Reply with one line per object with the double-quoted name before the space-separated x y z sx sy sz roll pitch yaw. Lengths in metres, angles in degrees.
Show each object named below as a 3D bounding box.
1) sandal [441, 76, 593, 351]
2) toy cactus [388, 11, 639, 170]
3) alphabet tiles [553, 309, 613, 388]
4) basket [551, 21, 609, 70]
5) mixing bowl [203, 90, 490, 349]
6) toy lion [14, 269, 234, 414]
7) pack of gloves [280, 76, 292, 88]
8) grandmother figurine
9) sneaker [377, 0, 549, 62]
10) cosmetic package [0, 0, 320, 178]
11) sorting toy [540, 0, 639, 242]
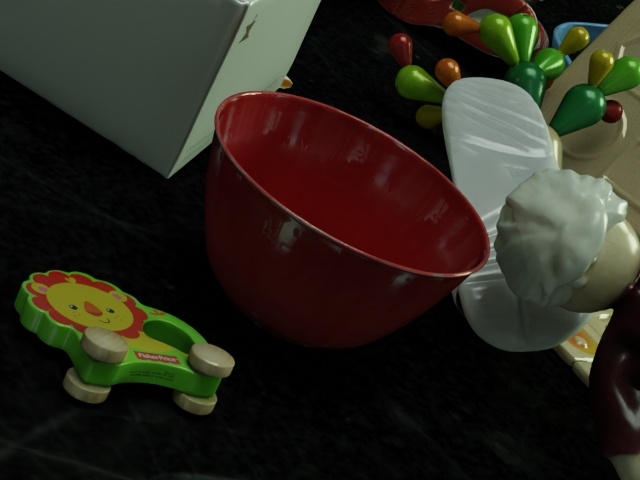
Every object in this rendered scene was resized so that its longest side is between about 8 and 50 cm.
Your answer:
"sandal" 0.135 -0.010 1.033 0.102 0.076 0.265 3 45 -5
"toy cactus" 0.170 -0.109 1.234 0.219 0.112 0.180 2 66 -15
"alphabet tiles" 0.280 0.093 1.089 0.285 0.011 0.342 5 35 -41
"basket" 0.385 -0.144 1.423 0.289 0.201 0.254 -1 37 -2
"mixing bowl" 0.000 0.000 0.865 0.181 0.098 0.181 23 27 -13
"toy lion" -0.107 0.048 0.751 0.100 0.034 0.096 12 23 -33
"pack of gloves" -0.145 -0.216 1.172 0.195 0.046 0.232 5 35 -43
"grandmother figurine" 0.248 0.083 0.900 0.342 0.104 0.208 40 65 0
"sneaker" 0.143 -0.243 1.516 0.221 0.087 0.128 39 8 23
"cosmetic package" -0.186 -0.227 1.001 0.365 0.155 0.197 34 33 7
"sorting toy" 0.296 -0.104 1.284 0.208 0.193 0.038 41 -8 34
